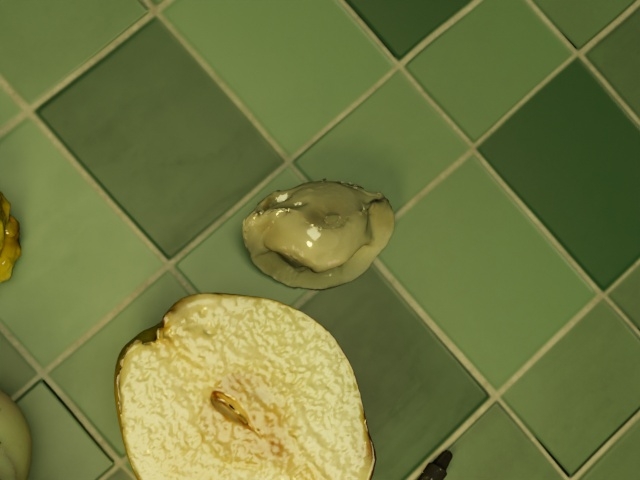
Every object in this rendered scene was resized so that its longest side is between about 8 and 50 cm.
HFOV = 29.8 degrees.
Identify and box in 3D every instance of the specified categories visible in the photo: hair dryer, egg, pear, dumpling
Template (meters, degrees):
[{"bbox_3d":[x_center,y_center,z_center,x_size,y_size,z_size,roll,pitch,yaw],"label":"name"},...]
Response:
[{"bbox_3d":[0.141,0.434,1.848,0.114,0.070,0.248,39,69,-1],"label":"hair dryer"},{"bbox_3d":[-0.515,0.289,1.705,0.271,0.161,0.206,-26,120,23],"label":"egg"},{"bbox_3d":[-0.117,0.264,1.755,0.340,0.191,0.386,-42,90,-16],"label":"pear"},{"bbox_3d":[0.000,0.000,1.858,0.247,0.142,0.172,-4,118,-16],"label":"dumpling"}]

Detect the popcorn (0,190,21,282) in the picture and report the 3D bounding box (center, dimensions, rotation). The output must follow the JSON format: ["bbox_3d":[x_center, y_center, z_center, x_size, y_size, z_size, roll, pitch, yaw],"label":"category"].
[{"bbox_3d":[-0.533,-0.012,1.751,0.198,0.155,0.197,1,95,6],"label":"popcorn"}]
